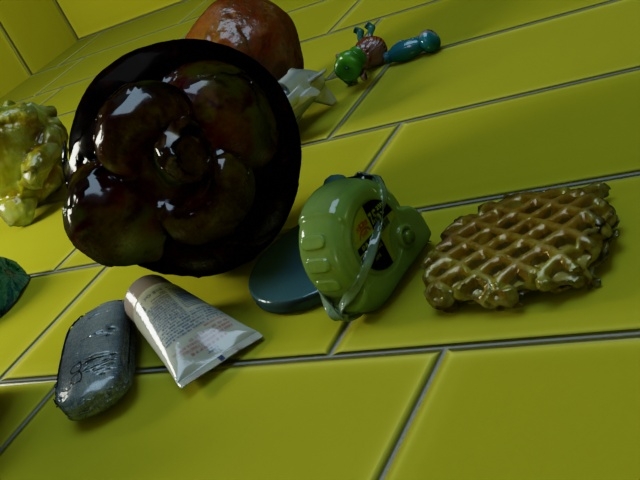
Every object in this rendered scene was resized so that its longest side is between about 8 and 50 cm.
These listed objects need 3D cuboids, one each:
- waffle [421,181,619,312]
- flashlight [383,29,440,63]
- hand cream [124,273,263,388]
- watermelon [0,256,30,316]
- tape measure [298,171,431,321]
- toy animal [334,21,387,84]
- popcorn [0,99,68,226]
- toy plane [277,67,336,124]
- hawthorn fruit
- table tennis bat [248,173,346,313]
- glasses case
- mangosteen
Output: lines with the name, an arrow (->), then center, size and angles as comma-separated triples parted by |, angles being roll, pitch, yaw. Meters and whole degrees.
waffle -> 0.245, 0.004, 1.232 | 0.254, 0.052, 0.245 | -13, 27, 31
flashlight -> 0.191, -0.402, 2.088 | 0.129, 0.051, 0.051 | -19, 25, 30
hand cream -> -0.193, 0.124, 1.426 | 0.133, 0.083, 0.248 | -32, 34, -19
watermelon -> -0.664, 0.114, 1.898 | 0.231, 0.128, 0.146 | -32, 43, -15
tape measure -> 0.046, 0.002, 1.305 | 0.106, 0.175, 0.200 | -6, 37, 45
toy animal -> 0.084, -0.392, 2.134 | 0.103, 0.100, 0.208 | -53, 9, 35
popcorn -> -0.735, -0.205, 2.362 | 0.335, 0.279, 0.274 | -74, 7, -79
toy plane -> -0.074, -0.265, 2.014 | 0.245, 0.117, 0.244 | -37, 11, 8
hawthorn fruit -> -0.159, -0.381, 2.148 | 0.277, 0.277, 0.298 | -27, 26, 1
table tennis bat -> 0.000, 0.000, 1.500 | 0.215, 0.044, 0.329 | -18, 28, 22
glasses case -> -0.327, 0.170, 1.466 | 0.109, 0.067, 0.282 | -24, 26, 2
mangosteen -> -0.212, -0.107, 1.534 | 0.381, 0.381, 0.421 | -23, 29, 9
